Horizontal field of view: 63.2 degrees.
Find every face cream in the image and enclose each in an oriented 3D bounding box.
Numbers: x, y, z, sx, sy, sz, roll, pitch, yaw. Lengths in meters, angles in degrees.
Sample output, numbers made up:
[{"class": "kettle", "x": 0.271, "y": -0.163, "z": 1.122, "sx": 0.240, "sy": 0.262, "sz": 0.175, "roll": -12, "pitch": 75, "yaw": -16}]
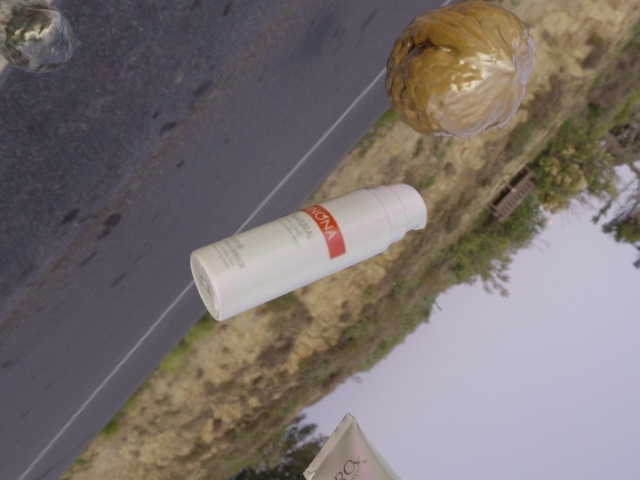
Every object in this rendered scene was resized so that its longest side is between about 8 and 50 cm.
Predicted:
[{"class": "face cream", "x": 0.079, "y": 0.294, "z": 0.547, "sx": 0.092, "sy": 0.244, "sz": 0.058, "roll": -51, "pitch": 135, "yaw": -5}, {"class": "face cream", "x": 0.000, "y": 0.000, "z": 0.719, "sx": 0.346, "sy": 0.102, "sz": 0.102, "roll": -23, "pitch": 165, "yaw": -26}]

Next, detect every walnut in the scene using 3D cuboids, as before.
[{"class": "walnut", "x": 0.159, "y": -0.191, "z": 0.593, "sx": 0.155, "sy": 0.155, "sz": 0.184, "roll": -47, "pitch": -157, "yaw": -1}]

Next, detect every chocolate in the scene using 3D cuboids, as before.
[{"class": "chocolate", "x": -0.442, "y": -0.315, "z": 0.772, "sx": 0.110, "sy": 0.248, "sz": 0.110, "roll": -23, "pitch": 129, "yaw": -31}]
